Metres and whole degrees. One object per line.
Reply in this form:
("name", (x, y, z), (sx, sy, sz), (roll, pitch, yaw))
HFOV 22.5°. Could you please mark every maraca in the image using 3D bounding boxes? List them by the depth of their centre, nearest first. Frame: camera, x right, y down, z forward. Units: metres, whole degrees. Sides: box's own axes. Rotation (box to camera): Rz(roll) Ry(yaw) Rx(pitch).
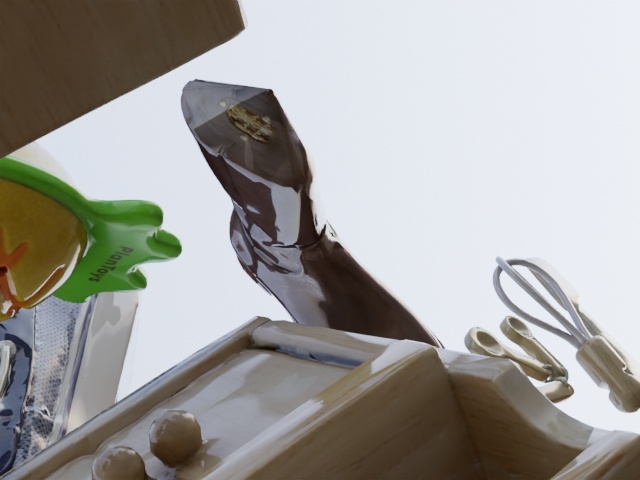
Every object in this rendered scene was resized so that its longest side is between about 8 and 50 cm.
("maraca", (-0.160, -0.006, 0.770), (0.186, 0.127, 0.099), (14, -118, -27))

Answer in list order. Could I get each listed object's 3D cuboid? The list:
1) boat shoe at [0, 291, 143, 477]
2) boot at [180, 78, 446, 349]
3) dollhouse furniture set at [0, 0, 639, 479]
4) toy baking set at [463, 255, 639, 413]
("boat shoe", (-0.202, 0.139, 0.907), (0.340, 0.158, 0.127), (-85, 5, -56))
("boot", (0.000, 0.000, 0.543), (0.037, 0.106, 0.114), (-47, -23, -19))
("dollhouse furniture set", (-0.049, -0.047, 0.350), (0.362, 0.256, 0.394), (-32, -69, -31))
("toy baking set", (0.194, 0.089, 1.112), (0.030, 0.197, 0.256), (-53, 3, 26))
